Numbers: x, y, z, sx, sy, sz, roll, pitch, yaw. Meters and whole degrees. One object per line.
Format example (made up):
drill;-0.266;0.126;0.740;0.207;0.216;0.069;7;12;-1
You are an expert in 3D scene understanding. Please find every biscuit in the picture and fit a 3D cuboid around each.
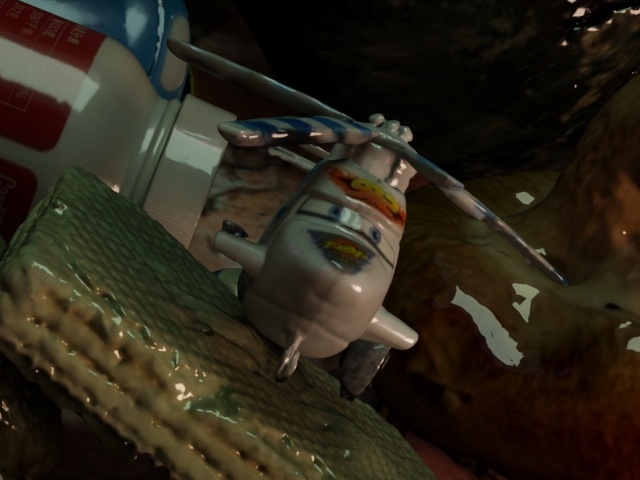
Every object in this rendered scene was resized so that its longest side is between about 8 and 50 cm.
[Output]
biscuit;-0.020;0.075;0.766;0.252;0.052;0.150;42;10;-8

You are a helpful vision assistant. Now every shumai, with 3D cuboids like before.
shumai;-0.159;0.046;0.768;0.099;0.087;0.124;48;23;-79

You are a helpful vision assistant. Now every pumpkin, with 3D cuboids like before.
pumpkin;0.139;-0.253;1.259;0.344;0.454;0.454;21;16;39

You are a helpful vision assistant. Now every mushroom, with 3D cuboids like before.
mushroom;0.158;0.020;0.989;0.267;0.254;0.267;38;-1;0

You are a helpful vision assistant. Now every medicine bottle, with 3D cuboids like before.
medicine bottle;-0.173;-0.055;0.901;0.250;0.131;0.131;21;23;-5

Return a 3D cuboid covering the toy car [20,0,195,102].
toy car;-0.176;-0.162;1.103;0.198;0.166;0.314;6;28;-28

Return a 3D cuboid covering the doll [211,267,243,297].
doll;-0.015;0.026;1.008;0.125;0.027;0.037;-3;41;-47

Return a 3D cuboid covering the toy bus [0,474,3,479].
toy bus;-0.178;0.077;0.602;0.106;0.131;0.297;5;28;-36

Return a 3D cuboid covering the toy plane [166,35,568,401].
toy plane;-0.010;-0.005;0.808;0.182;0.107;0.273;28;-1;-23
